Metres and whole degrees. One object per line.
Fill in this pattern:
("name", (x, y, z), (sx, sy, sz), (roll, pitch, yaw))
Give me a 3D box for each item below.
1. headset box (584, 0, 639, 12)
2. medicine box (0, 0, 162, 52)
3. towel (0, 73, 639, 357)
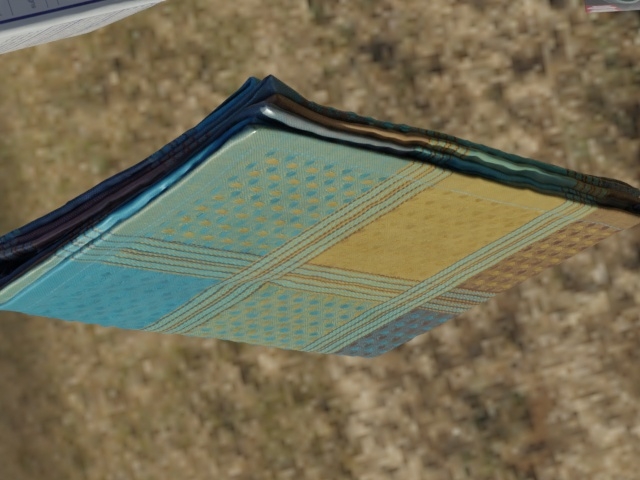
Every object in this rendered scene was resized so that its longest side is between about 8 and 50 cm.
("headset box", (0.175, -0.158, 1.015), (0.083, 0.062, 0.032), (66, -155, -61))
("medicine box", (-0.313, -0.290, 1.569), (0.149, 0.289, 0.263), (-13, 96, 52))
("towel", (0.000, 0.000, 1.150), (0.271, 0.370, 0.040), (-29, 64, 36))
